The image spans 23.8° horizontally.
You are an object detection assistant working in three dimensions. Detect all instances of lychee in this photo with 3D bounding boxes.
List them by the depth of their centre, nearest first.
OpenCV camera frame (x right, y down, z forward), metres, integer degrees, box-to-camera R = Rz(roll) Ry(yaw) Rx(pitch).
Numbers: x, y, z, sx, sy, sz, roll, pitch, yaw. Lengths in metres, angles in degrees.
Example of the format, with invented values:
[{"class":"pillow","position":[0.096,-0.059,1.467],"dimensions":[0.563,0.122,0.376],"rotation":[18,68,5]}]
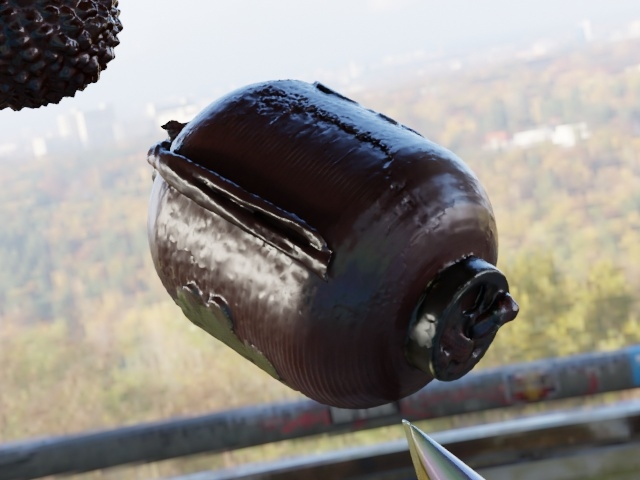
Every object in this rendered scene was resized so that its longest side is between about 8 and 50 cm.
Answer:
[{"class":"lychee","position":[-0.173,-0.127,0.832],"dimensions":[0.123,0.129,0.123],"rotation":[-54,7,10]}]

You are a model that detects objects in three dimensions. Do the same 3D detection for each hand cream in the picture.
[{"class":"hand cream","position":[0.099,0.170,0.884],"dimensions":[0.047,0.076,0.174],"rotation":[-24,27,-18]}]

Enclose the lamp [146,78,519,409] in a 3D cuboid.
[{"class":"lamp","position":[0.000,0.000,0.917],"dimensions":[0.258,0.180,0.180],"rotation":[30,32,36]}]
